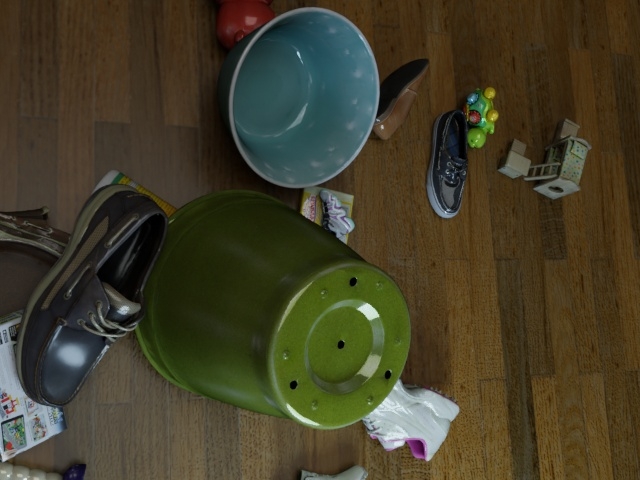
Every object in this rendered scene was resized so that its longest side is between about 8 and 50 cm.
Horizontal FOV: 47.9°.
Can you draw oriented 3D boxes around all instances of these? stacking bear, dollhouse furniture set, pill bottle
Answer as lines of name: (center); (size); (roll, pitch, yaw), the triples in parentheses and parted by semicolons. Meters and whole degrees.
stacking bear: (-0.142, -0.499, 1.365); (0.164, 0.175, 0.289); (-1, 88, -12)
dollhouse furniture set: (0.495, -0.212, 1.565); (0.161, 0.101, 0.182); (24, 73, -14)
pill bottle: (-0.299, -0.019, 1.237); (0.208, 0.117, 0.117); (34, 71, -12)

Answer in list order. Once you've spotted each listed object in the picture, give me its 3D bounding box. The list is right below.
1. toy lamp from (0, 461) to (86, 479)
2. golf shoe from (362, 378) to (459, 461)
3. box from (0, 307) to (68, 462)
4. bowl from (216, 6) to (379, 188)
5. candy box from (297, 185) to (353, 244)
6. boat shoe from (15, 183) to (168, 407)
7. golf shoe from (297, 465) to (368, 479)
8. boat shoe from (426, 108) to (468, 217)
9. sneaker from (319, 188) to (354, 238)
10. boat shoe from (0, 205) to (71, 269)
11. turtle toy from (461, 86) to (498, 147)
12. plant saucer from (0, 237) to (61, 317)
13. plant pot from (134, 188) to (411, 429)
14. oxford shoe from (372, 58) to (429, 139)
toy lamp: (-0.510, 0.355, 1.116); (0.274, 0.080, 0.080); (17, 75, -15)
golf shoe: (0.112, 0.307, 1.332); (0.306, 0.115, 0.140); (25, 76, -13)
box: (-0.460, 0.216, 1.093); (0.114, 0.036, 0.207); (-23, 113, -47)
bowl: (-0.064, -0.264, 1.307); (0.311, 0.163, 0.311); (-14, 116, -32)
candy box: (0.000, 0.000, 1.389); (0.105, 0.027, 0.206); (13, 76, -15)
boat shoe: (-0.337, 0.085, 1.077); (0.132, 0.130, 0.355); (26, 82, -51)
golf shoe: (0.002, 0.442, 1.293); (0.176, 0.069, 0.086); (-28, 85, -23)
boat shoe: (0.274, -0.163, 1.490); (0.080, 0.076, 0.228); (11, 77, -18)
sneaker: (0.014, -0.044, 1.366); (0.069, 0.038, 0.098); (-39, 94, -24)
boat shoe: (-0.481, -0.014, 1.190); (0.257, 0.095, 0.095); (31, 69, -25)
turtle toy: (0.336, -0.261, 1.529); (0.066, 0.095, 0.130); (-4, 81, 1)
plant saucer: (-0.505, 0.144, 1.126); (0.310, 0.050, 0.311); (-6, 104, -24)
plant pot: (-0.058, 0.120, 1.113); (0.366, 0.353, 0.366); (-7, 103, -32)
oxford shoe: (0.165, -0.294, 1.491); (0.212, 0.076, 0.076); (-53, 130, -22)
